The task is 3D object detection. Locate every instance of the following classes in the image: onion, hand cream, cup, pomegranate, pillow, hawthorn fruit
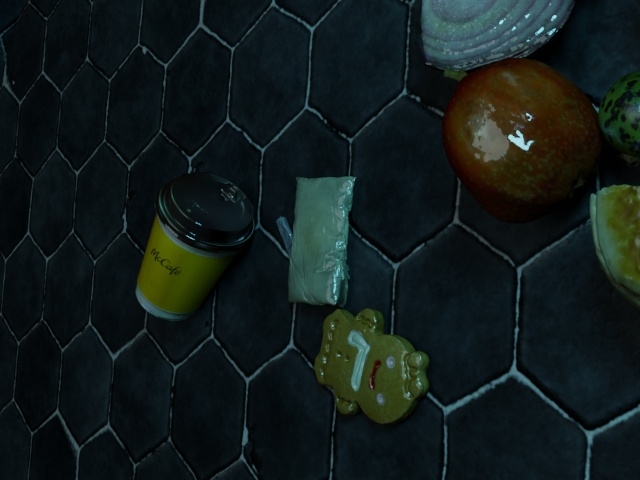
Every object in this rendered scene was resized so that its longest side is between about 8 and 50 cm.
[{"bbox_3d":[0.270,-0.342,1.516,0.248,0.111,0.250,-8,65,30],"label":"onion"},{"bbox_3d":[-0.060,-0.005,1.913,0.030,0.019,0.093,-45,54,38],"label":"hand cream"},{"bbox_3d":[-0.253,0.016,2.019,0.279,0.196,0.196,-59,45,35],"label":"cup"},{"bbox_3d":[0.406,-0.140,1.315,0.122,0.122,0.161,49,150,43],"label":"pomegranate"},{"bbox_3d":[0.000,0.000,1.816,0.148,0.050,0.229,0,80,44],"label":"pillow"},{"bbox_3d":[0.251,-0.150,1.403,0.253,0.205,0.205,46,122,14],"label":"hawthorn fruit"}]

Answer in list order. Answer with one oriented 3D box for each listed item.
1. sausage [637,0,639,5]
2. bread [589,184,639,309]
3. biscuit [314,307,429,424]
[{"bbox_3d":[0.467,-0.234,1.239,0.123,0.123,0.252,-38,58,40],"label":"sausage"},{"bbox_3d":[0.460,0.013,1.167,0.314,0.171,0.192,-16,74,49],"label":"bread"},{"bbox_3d":[0.077,0.206,1.693,0.249,0.035,0.184,28,107,46],"label":"biscuit"}]
